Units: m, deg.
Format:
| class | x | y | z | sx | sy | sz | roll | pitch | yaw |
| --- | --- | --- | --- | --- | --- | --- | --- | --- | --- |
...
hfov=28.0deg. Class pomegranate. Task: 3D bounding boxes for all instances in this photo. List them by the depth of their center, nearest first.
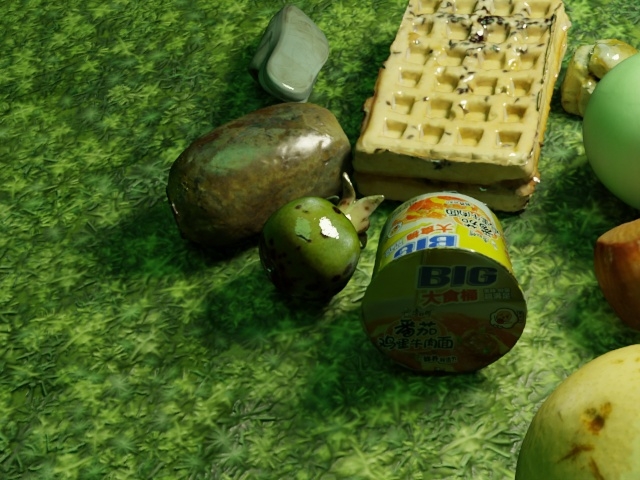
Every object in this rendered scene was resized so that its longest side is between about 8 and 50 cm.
| class | x | y | z | sx | sy | sz | roll | pitch | yaw |
| --- | --- | --- | --- | --- | --- | --- | --- | --- | --- |
| pomegranate | -0.007 | -0.001 | 1.687 | 0.148 | 0.148 | 0.169 | 11 | 39 | 21 |

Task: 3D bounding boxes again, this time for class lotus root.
| class | x | y | z | sx | sy | sz | roll | pitch | yaw |
| --- | --- | --- | --- | --- | --- | --- | --- | --- | --- |
| lotus root | -0.086 | -0.093 | 1.779 | 0.275 | 0.152 | 0.160 | -28 | 51 | -14 |

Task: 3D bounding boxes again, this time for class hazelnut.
| class | x | y | z | sx | sy | sz | roll | pitch | yaw |
| --- | --- | --- | --- | --- | --- | --- | --- | --- | --- |
| hazelnut | 0.415 | 0.039 | 1.571 | 0.150 | 0.150 | 0.150 | -6 | 46 | 6 |

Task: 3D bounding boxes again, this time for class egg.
| class | x | y | z | sx | sy | sz | roll | pitch | yaw |
| --- | --- | --- | --- | --- | --- | --- | --- | --- | --- |
| egg | 0.461 | -0.137 | 1.646 | 0.220 | 0.220 | 0.269 | -29 | 27 | -16 |

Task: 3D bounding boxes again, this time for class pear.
| class | x | y | z | sx | sy | sz | roll | pitch | yaw |
| --- | --- | --- | --- | --- | --- | --- | --- | --- | --- |
| pear | 0.340 | 0.257 | 1.255 | 0.309 | 0.309 | 0.309 | -6 | 46 | 6 |

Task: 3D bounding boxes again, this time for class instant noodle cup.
| class | x | y | z | sx | sy | sz | roll | pitch | yaw |
| --- | --- | --- | --- | --- | --- | --- | --- | --- | --- |
| instant noodle cup | 0.147 | 0.045 | 1.577 | 0.205 | 0.205 | 0.153 | -6 | 37 | 6 |

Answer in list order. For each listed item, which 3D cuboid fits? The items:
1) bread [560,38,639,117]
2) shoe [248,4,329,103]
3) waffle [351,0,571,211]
| class | x | y | z | sx | sy | sz | roll | pitch | yaw |
| --- | --- | --- | --- | --- | --- | --- | --- | --- | --- |
| bread | 0.424 | -0.237 | 1.839 | 0.156 | 0.110 | 0.103 | 7 | 43 | 17 |
| shoe | -0.057 | -0.275 | 1.997 | 0.100 | 0.103 | 0.251 | -44 | 19 | 30 |
| waffle | 0.214 | -0.213 | 1.854 | 0.261 | 0.114 | 0.376 | 6 | 48 | 18 |
